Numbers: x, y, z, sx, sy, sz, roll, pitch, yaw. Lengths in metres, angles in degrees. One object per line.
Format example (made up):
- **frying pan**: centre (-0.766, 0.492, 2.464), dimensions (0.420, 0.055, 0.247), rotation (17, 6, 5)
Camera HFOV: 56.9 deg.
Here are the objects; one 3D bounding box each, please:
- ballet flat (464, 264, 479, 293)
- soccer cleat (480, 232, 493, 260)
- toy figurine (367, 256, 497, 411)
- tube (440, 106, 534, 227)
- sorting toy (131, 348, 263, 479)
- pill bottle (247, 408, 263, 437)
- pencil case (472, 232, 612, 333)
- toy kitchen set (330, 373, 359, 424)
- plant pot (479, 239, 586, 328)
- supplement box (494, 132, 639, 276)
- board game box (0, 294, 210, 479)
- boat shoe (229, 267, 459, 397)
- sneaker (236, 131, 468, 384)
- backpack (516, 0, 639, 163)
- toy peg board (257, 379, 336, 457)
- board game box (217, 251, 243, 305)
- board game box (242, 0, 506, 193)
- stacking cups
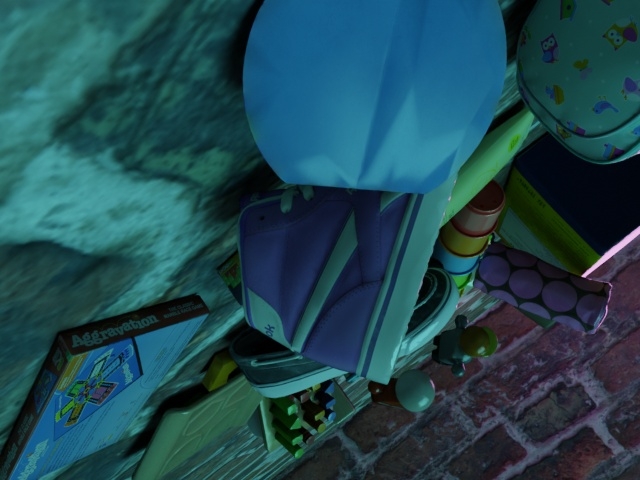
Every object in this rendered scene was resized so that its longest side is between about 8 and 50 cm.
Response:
- **ballet flat**: centre (0.231, 0.117, 1.251), dimensions (0.248, 0.086, 0.086), rotation (-49, 158, 27)
- **soccer cleat**: centre (0.304, 0.012, 1.157), dimensions (0.072, 0.060, 0.179), rotation (-30, 155, 9)
- **toy figurine**: centre (0.141, 0.143, 0.923), dimensions (0.209, 0.213, 0.148), rotation (-28, 172, -23)
- **tube**: centre (0.176, -0.077, 0.724), dimensions (0.240, 0.062, 0.070), rotation (-39, -158, -8)
- **sorting toy**: centre (-0.157, 0.242, 0.909), dimensions (0.229, 0.041, 0.307), rotation (-18, 147, -49)
- **pill bottle**: centre (-0.078, 0.347, 1.201), dimensions (0.086, 0.086, 0.152), rotation (-46, 159, 25)
- **pencil case**: centre (0.360, 0.070, 0.960), dimensions (0.098, 0.209, 0.095), rotation (-33, 140, -46)
- **toy kitchen set**: centre (0.095, 0.313, 1.369), dimensions (0.207, 0.122, 0.166), rotation (-37, 161, -1)
- **plant pot**: centre (0.551, 0.091, 1.497), dimensions (0.263, 0.229, 0.263), rotation (-31, 159, -13)
- **supplement box**: centre (0.453, -0.061, 1.029), dimensions (0.195, 0.194, 0.356), rotation (-37, 161, -2)
- **board game box**: centre (-0.231, 0.163, 0.604), dimensions (0.145, 0.027, 0.281), rotation (-15, 151, -50)
- **boat shoe**: centre (0.029, 0.099, 0.753), dimensions (0.301, 0.108, 0.102), rotation (-22, 133, 6)
- **sneaker**: centre (0.022, -0.049, 0.457), dimensions (0.102, 0.160, 0.282), rotation (49, 61, -77)
- **backpack**: centre (0.258, -0.160, 0.507), dimensions (0.144, 0.166, 0.188), rotation (-28, 156, -21)
- **toy peg board**: centre (-0.027, 0.311, 1.101), dimensions (0.160, 0.079, 0.161), rotation (-24, 123, -32)
- **board game box**: centre (0.000, 0.000, 0.603), dimensions (0.170, 0.048, 0.141), rotation (-42, 161, 13)
- **board game box**: centre (0.032, -0.100, 0.368), dimensions (0.168, 0.033, 0.133), rotation (2, 115, -19)
- **stacking cups**: centre (0.219, 0.002, 0.955), dimensions (0.096, 0.096, 0.316), rotation (-31, 155, -17)
